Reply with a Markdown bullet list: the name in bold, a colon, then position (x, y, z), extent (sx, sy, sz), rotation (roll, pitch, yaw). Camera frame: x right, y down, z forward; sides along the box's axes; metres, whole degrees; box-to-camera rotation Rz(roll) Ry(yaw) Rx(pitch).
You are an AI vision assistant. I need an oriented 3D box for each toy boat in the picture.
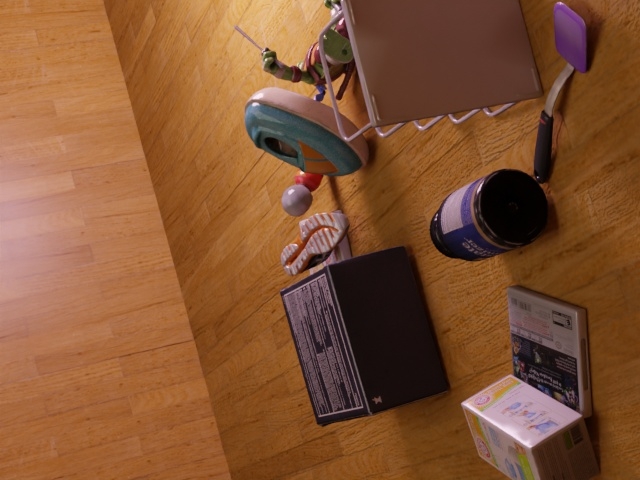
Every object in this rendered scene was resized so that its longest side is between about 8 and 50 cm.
- **toy boat**: position (-0.034, -0.168, 2.407), extent (0.318, 0.267, 0.148), rotation (86, -151, -66)

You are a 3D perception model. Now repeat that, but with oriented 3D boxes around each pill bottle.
- **pill bottle**: position (0.257, -0.033, 1.877), extent (0.219, 0.122, 0.123), rotation (151, 106, -70)

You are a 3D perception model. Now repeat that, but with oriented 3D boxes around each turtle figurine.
- **turtle figurine**: position (-0.022, -0.400, 2.272), extent (0.266, 0.197, 0.275), rotation (-10, 95, 64)

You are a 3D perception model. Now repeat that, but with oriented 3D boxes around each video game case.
- **video game case**: position (0.021, 0.056, 2.617), extent (0.206, 0.026, 0.227), rotation (166, 93, -67)
- **video game case**: position (0.360, 0.172, 1.873), extent (0.190, 0.022, 0.173), rotation (-159, 61, -63)

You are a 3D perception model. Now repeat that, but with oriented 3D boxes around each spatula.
- **spatula**: position (0.340, -0.205, 1.719), extent (0.084, 0.030, 0.297), rotation (-124, 30, -44)

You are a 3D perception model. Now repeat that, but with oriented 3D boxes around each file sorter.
- **file sorter**: position (0.156, -0.268, 1.805), extent (0.173, 0.277, 0.193), rotation (152, 105, -69)

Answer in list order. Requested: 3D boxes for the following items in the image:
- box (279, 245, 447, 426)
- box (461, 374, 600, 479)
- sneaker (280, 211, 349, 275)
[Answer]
- **box**: position (0.080, 0.194, 2.338), extent (0.294, 0.182, 0.296), rotation (149, 106, -68)
- **box**: position (0.328, 0.310, 1.876), extent (0.203, 0.103, 0.114), rotation (29, 143, 61)
- **sneaker**: position (0.000, 0.000, 2.510), extent (0.215, 0.083, 0.084), rotation (-38, 70, 45)
